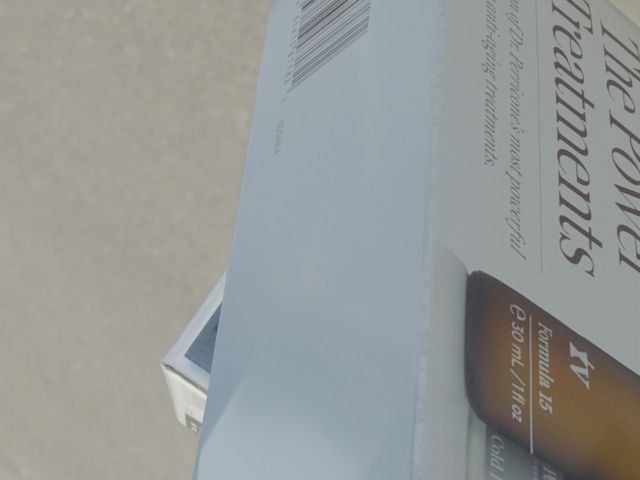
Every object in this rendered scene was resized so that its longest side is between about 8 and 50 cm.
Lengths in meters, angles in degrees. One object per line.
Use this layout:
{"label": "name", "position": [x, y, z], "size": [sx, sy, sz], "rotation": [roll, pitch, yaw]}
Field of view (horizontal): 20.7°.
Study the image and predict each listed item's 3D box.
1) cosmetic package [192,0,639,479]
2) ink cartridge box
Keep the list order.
{"label": "cosmetic package", "position": [0.100, 0.099, 0.514], "size": [0.284, 0.377, 0.097], "rotation": [37, 127, -27]}
{"label": "ink cartridge box", "position": [0.000, 0.000, 0.846], "size": [0.045, 0.208, 0.206], "rotation": [32, 168, 5]}
